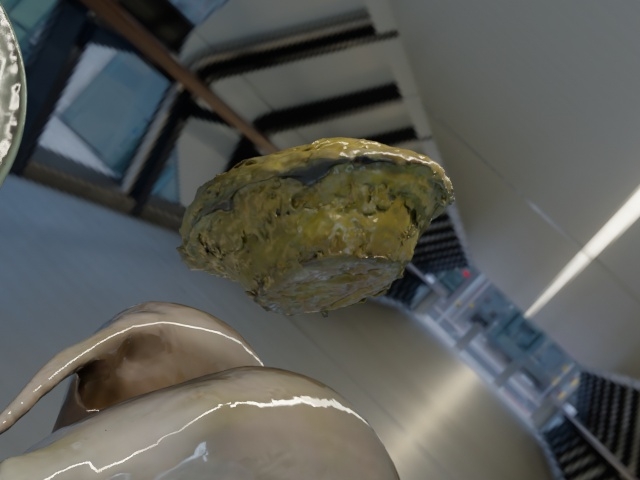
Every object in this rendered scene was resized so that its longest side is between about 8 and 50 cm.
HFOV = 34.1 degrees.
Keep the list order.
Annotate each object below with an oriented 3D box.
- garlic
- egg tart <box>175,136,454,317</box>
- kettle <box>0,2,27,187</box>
[{"bbox_3d":[-0.097,0.126,0.519,0.231,0.246,0.340,58,-13,35],"label":"garlic"},{"bbox_3d":[0.001,0.000,1.237,0.341,0.341,0.132,37,39,-60],"label":"egg tart"},{"bbox_3d":[-0.389,-0.031,0.713,0.247,0.319,0.342,39,-32,-16],"label":"kettle"}]
